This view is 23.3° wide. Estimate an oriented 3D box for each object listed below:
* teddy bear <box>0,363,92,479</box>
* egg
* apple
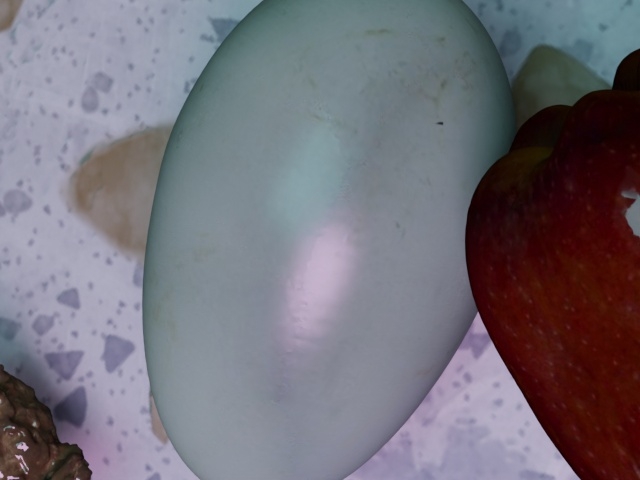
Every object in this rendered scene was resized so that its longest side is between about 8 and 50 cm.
[{"bbox_3d":[-0.331,0.204,1.207,0.246,0.222,0.296,55,151,5],"label":"teddy bear"},{"bbox_3d":[0.000,0.000,1.024,0.230,0.230,0.371,23,105,19],"label":"egg"},{"bbox_3d":[0.241,0.035,0.889,0.288,0.288,0.317,-39,97,17],"label":"apple"}]
